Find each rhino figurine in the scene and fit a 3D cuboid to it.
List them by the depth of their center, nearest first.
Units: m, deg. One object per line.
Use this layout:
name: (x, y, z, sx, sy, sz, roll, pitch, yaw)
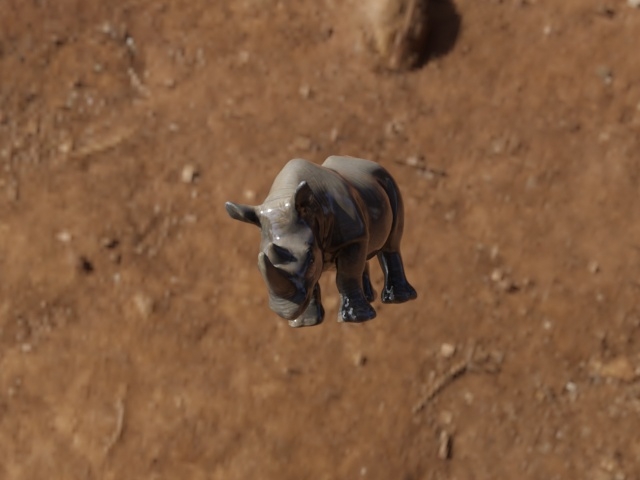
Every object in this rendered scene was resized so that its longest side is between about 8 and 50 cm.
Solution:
rhino figurine: (0.000, 0.000, 0.994, 0.073, 0.106, 0.243, -9, 2, 19)
